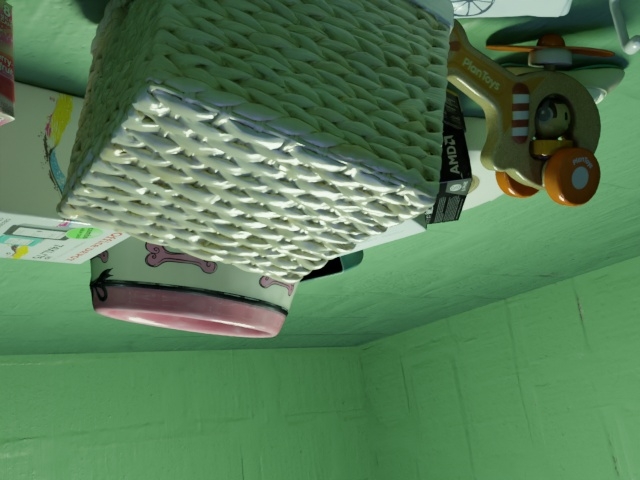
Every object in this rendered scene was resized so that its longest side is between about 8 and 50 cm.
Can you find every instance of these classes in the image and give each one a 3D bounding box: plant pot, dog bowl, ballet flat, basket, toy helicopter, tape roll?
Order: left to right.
[{"bbox_3d":[-0.235,0.084,1.426,0.407,0.151,0.408,6,168,1],"label":"dog bowl"},{"bbox_3d":[-0.073,-0.145,0.844,0.331,0.267,0.328,18,152,-27],"label":"basket"},{"bbox_3d":[0.000,0.000,1.686,0.165,0.166,0.234,-15,176,22],"label":"plant pot"},{"bbox_3d":[0.203,-0.127,1.517,0.391,0.072,0.392,-7,163,-2],"label":"tape roll"},{"bbox_3d":[0.272,-0.215,1.086,0.355,0.235,0.140,28,177,-27],"label":"toy helicopter"},{"bbox_3d":[0.377,-0.231,1.223,0.248,0.086,0.086,-3,163,-16],"label":"ballet flat"}]

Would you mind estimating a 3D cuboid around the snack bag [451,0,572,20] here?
[{"bbox_3d":[0.146,-0.318,0.836,0.342,0.037,0.323,-1,163,0],"label":"snack bag"}]

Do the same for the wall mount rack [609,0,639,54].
[{"bbox_3d":[0.473,-0.330,0.847,0.349,0.131,0.304,-9,163,1],"label":"wall mount rack"}]

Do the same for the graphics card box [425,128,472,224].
[{"bbox_3d":[0.057,-0.080,1.297,0.370,0.094,0.233,-7,164,4],"label":"graphics card box"}]

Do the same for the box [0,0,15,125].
[{"bbox_3d":[-0.459,-0.216,0.752,0.142,0.154,0.300,-14,161,20],"label":"box"}]

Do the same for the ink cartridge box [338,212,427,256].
[{"bbox_3d":[0.021,-0.033,1.198,0.223,0.045,0.224,-17,158,26],"label":"ink cartridge box"}]

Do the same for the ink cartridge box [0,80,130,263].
[{"bbox_3d":[-0.426,-0.092,1.104,0.270,0.197,0.198,7,158,-44],"label":"ink cartridge box"}]

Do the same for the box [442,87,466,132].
[{"bbox_3d":[0.035,-0.192,1.203,0.257,0.080,0.322,-22,159,36],"label":"box"}]
